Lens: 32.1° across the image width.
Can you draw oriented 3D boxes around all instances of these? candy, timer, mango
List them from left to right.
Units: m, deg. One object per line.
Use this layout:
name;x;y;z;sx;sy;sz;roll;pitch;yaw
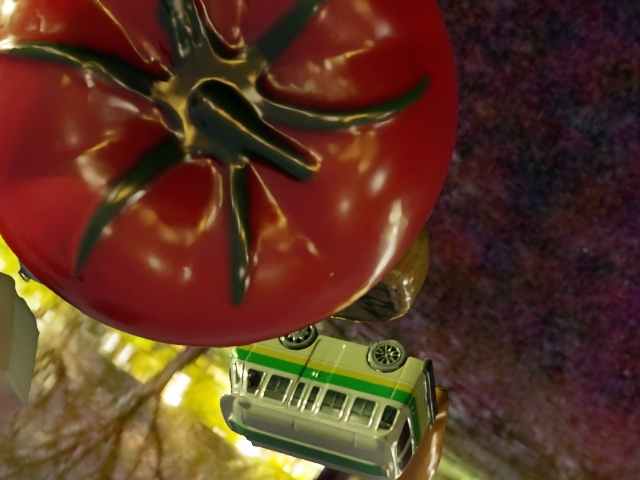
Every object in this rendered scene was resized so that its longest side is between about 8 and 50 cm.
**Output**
timer;-0.084;-0.105;0.875;0.378;0.378;0.279;36;180;-8
candy;0.000;0.000;1.255;0.260;0.118;0.260;18;158;7
mango;0.137;0.293;1.584;0.075;0.098;0.190;29;127;16

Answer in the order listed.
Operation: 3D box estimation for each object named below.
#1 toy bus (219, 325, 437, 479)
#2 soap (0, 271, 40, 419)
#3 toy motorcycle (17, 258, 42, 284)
toy bus;0.003;0.212;1.483;0.276;0.164;0.133;11;139;21
soap;-0.469;0.119;1.111;0.115;0.347;0.208;-95;-9;-50
toy motorcycle;-0.499;-0.040;2.110;0.182;0.241;0.319;48;-178;11
